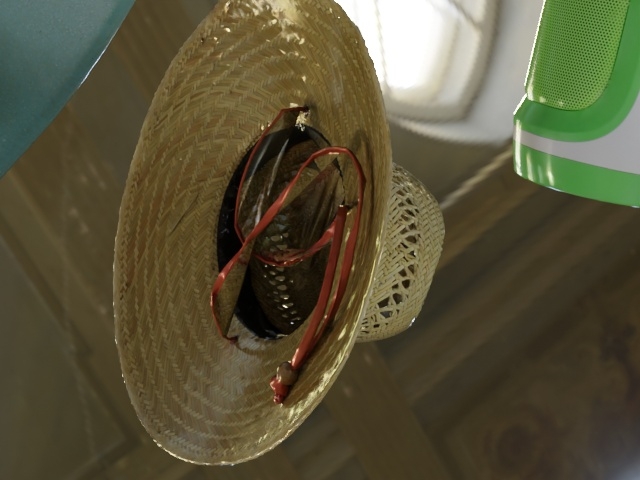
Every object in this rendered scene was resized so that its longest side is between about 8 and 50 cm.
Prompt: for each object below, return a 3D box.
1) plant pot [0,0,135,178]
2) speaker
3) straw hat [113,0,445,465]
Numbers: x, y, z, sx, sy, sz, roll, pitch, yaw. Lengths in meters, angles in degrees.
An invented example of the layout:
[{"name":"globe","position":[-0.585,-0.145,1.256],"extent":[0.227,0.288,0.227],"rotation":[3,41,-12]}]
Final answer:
[{"name":"plant pot","position":[-0.182,-0.153,0.744],"extent":[0.234,0.165,0.166],"rotation":[-38,-153,26]},{"name":"speaker","position":[0.212,-0.177,0.921],"extent":[0.131,0.297,0.131],"rotation":[11,-168,-2]},{"name":"straw hat","position":[0.000,0.000,0.394],"extent":[0.144,0.061,0.145],"rotation":[-23,-118,53]}]
